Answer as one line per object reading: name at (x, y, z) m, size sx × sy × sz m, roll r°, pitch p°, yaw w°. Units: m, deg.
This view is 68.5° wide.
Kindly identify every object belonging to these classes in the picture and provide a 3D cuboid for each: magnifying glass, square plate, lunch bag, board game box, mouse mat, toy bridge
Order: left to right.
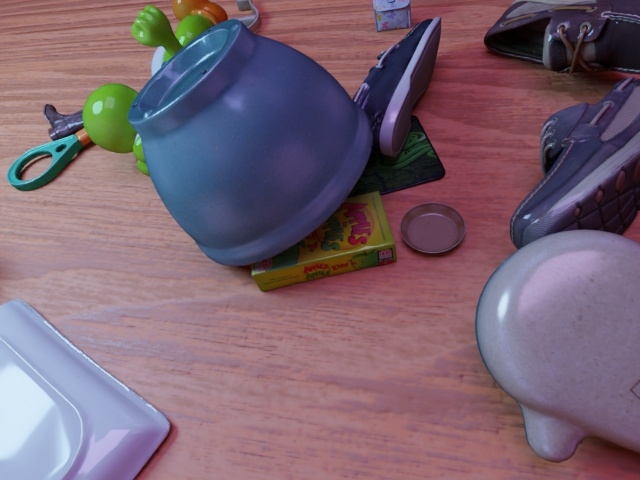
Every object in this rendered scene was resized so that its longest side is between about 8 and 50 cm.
square plate at (-0.399, 0.257, 0.516) m, size 0.344 × 0.049 × 0.347 m, roll 24°, pitch 62°, yaw 28°
magnifying glass at (-0.466, -0.172, 0.864) m, size 0.231 × 0.026 × 0.092 m, roll -37°, pitch 56°, yaw -13°
toy bridge at (-0.165, -0.477, 1.029) m, size 0.063 × 0.026 × 0.188 m, roll -4°, pitch 53°, yaw 9°
board game box at (0.000, 0.000, 0.620) m, size 0.181 × 0.043 × 0.092 m, roll -13°, pitch 51°, yaw 3°
mouse mat at (0.078, -0.125, 0.721) m, size 0.190 × 0.007 × 0.152 m, roll -15°, pitch 52°, yaw 1°
lunch bag at (0.138, -0.453, 0.905) m, size 0.071 × 0.083 × 0.053 m, roll -1°, pitch 53°, yaw 12°

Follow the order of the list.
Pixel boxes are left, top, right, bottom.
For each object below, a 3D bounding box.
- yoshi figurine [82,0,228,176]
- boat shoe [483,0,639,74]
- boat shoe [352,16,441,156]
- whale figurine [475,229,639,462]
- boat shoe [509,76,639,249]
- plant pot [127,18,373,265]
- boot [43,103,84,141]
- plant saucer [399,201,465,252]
yoshi figurine at (-0.289, -0.275, 0.816) m, size 0.203 × 0.203 × 0.362 m, roll -10°, pitch 53°, yaw 25°
boat shoe at (0.382, -0.292, 0.695) m, size 0.123 × 0.123 × 0.342 m, roll -37°, pitch 42°, yaw -3°
boat shoe at (0.118, -0.257, 0.740) m, size 0.091 × 0.114 × 0.302 m, roll 15°, pitch 53°, yaw 19°
whale figurine at (0.271, 0.116, 0.433) m, size 0.272 × 0.141 × 0.216 m, roll 43°, pitch 91°, yaw 12°
boat shoe at (0.336, -0.095, 0.578) m, size 0.355 × 0.132 × 0.130 m, roll -33°, pitch 43°, yaw -23°
plant pot at (-0.107, -0.142, 0.595) m, size 0.293 × 0.196 × 0.293 m, roll -23°, pitch 42°, yaw 23°
boot at (-0.477, -0.249, 0.922) m, size 0.114 × 0.037 × 0.106 m, roll -26°, pitch 65°, yaw -3°
plant saucer at (0.146, -0.014, 0.615) m, size 0.084 × 0.015 × 0.083 m, roll -6°, pitch 53°, yaw 8°
